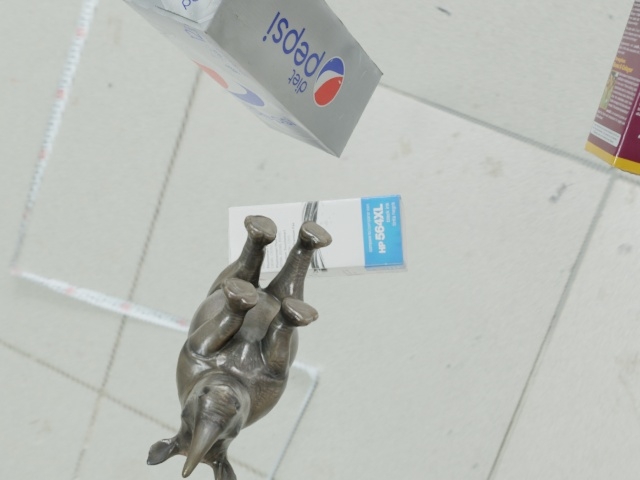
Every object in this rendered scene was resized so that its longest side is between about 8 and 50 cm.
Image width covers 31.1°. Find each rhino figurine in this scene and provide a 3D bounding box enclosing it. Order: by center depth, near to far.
[{"bbox_3d":[-0.052,0.074,0.721,0.073,0.243,0.106,27,117,-5],"label":"rhino figurine"}]

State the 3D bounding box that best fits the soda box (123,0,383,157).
[{"bbox_3d":[-0.047,-0.172,0.990,0.091,0.286,0.098,26,86,27],"label":"soda box"}]

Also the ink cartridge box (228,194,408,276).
[{"bbox_3d":[0.000,0.000,1.373,0.203,0.148,0.086,-3,85,5],"label":"ink cartridge box"}]

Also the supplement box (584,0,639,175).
[{"bbox_3d":[0.339,-0.159,1.132,0.081,0.104,0.188,15,103,-7],"label":"supplement box"}]
